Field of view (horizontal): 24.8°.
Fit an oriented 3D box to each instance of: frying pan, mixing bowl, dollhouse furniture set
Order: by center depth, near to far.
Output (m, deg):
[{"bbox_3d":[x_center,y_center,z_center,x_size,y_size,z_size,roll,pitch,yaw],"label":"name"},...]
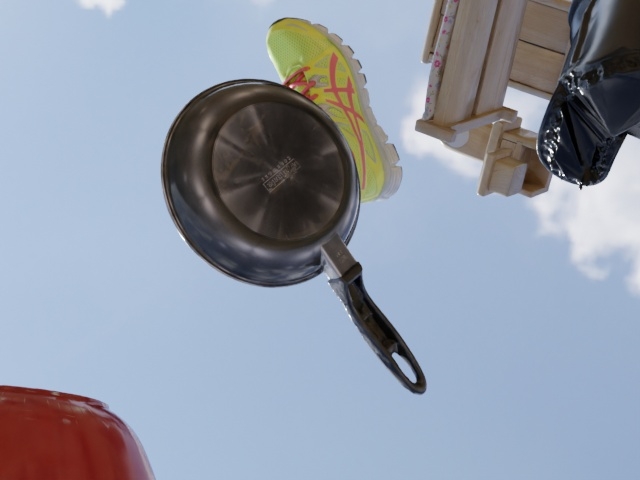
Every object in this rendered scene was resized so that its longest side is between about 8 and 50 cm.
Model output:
[{"bbox_3d":[-0.151,0.124,0.699,0.182,0.181,0.098,4,-104,-3],"label":"mixing bowl"},{"bbox_3d":[-0.026,0.005,1.298,0.197,0.053,0.326,-15,-98,-29],"label":"frying pan"},{"bbox_3d":[0.113,-0.179,1.444,0.174,0.303,0.355,23,-157,28],"label":"dollhouse furniture set"}]

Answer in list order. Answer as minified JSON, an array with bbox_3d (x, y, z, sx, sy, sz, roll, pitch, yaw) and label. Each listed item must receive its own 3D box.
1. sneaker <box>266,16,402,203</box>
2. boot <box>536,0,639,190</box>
[{"bbox_3d":[0.000,-0.125,1.432,0.094,0.081,0.208,-27,-95,-45],"label":"sneaker"},{"bbox_3d":[0.244,-0.166,0.989,0.094,0.246,0.207,32,-139,-11],"label":"boot"}]
